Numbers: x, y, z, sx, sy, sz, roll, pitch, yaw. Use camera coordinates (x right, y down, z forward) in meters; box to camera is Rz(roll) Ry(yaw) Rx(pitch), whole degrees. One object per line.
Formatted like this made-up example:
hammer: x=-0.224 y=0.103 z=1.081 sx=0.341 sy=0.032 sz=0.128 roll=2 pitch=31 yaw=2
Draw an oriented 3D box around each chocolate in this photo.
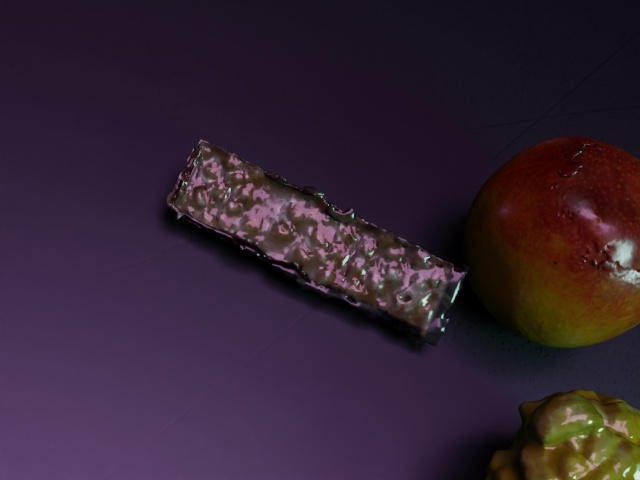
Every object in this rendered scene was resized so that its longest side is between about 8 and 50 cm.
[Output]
chocolate: x=-0.002 y=0.002 z=1.172 sx=0.329 sy=0.065 sz=0.102 roll=27 pitch=91 yaw=-8

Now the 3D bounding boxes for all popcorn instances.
popcorn: x=0.270 y=0.270 z=1.057 sx=0.242 sy=0.235 sz=0.250 roll=13 pitch=79 yaw=-42

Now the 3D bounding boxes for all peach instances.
peach: x=0.269 y=0.002 z=1.188 sx=0.231 sy=0.231 sz=0.231 roll=9 pitch=63 yaw=-17
